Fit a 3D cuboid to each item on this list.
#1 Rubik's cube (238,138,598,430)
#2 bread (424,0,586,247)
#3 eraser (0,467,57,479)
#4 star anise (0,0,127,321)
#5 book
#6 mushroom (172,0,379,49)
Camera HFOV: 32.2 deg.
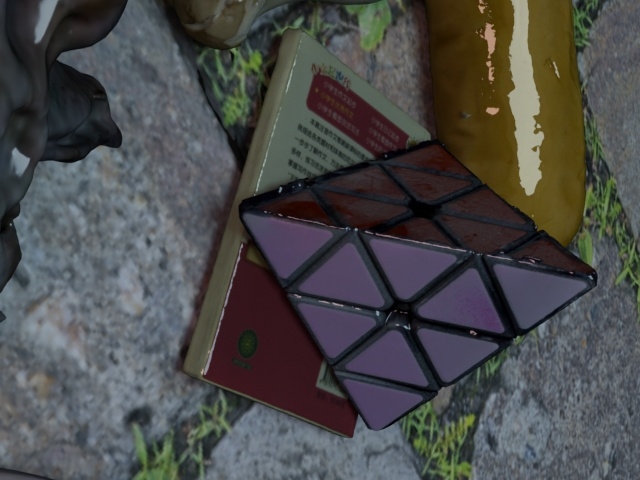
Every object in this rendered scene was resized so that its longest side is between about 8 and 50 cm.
[{"bbox_3d":[0.025,0.046,0.716,0.190,0.211,0.178,3,113,-20],"label":"Rubik's cube"},{"bbox_3d":[0.144,-0.135,0.841,0.142,0.091,0.305,-23,109,-51],"label":"bread"},{"bbox_3d":[-0.124,0.216,0.569,0.204,0.059,0.243,-47,128,-36],"label":"eraser"},{"bbox_3d":[-0.166,-0.059,0.440,0.316,0.139,0.359,-60,171,7],"label":"star anise"},{"bbox_3d":[0.000,0.000,0.731,0.162,0.022,0.231,31,68,-47],"label":"book"},{"bbox_3d":[0.004,-0.191,0.680,0.225,0.093,0.116,-31,127,-46],"label":"mushroom"}]
